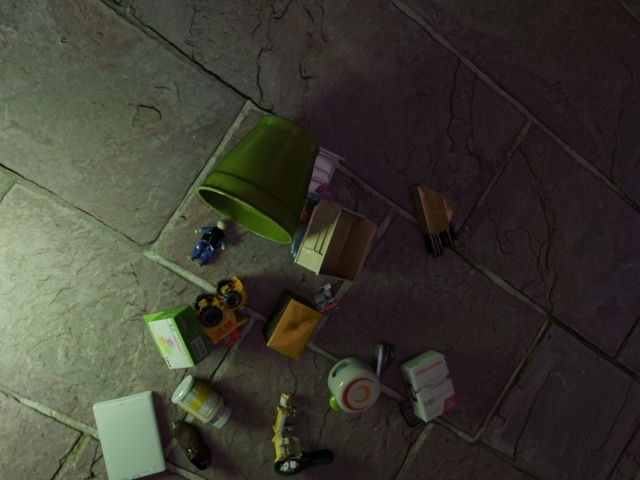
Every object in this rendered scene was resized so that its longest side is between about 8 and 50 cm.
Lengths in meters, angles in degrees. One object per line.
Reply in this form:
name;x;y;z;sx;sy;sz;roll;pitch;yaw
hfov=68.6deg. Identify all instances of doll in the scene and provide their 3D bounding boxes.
doll;-0.412;0.002;1.735;0.129;0.046;0.189;39;86;-16

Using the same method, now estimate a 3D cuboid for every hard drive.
hard drive;-0.704;0.732;1.743;0.203;0.040;0.307;-10;98;-13

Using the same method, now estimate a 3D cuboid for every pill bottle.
pill bottle;-0.439;0.608;1.755;0.208;0.117;0.117;41;85;-14

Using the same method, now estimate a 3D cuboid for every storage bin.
storage bin;0.066;0.005;1.747;0.262;0.123;0.260;18;94;-52

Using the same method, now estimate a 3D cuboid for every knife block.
knife block;0.445;-0.072;1.919;0.275;0.088;0.242;28;88;-16

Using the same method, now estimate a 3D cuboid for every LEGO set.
LEGO set;-0.033;-0.108;1.785;0.227;0.087;0.093;-39;108;1
LEGO set;-0.118;0.757;1.855;0.107;0.132;0.287;11;59;-25

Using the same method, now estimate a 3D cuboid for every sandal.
sandal;-0.070;0.880;1.894;0.254;0.097;0.054;-6;99;-24

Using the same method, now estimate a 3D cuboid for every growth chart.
growth chart;-0.028;-0.258;1.817;0.172;0.021;0.237;29;88;-15

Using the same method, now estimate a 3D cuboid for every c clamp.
c clamp;0.417;0.744;2.036;0.137;0.022;0.161;-36;104;-3

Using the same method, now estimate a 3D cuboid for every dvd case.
dvd case;0.021;0.241;1.886;0.087;0.013;0.119;-25;102;-10

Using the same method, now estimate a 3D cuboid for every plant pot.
plant pot;-0.180;-0.229;1.640;0.366;0.366;0.353;31;76;-15

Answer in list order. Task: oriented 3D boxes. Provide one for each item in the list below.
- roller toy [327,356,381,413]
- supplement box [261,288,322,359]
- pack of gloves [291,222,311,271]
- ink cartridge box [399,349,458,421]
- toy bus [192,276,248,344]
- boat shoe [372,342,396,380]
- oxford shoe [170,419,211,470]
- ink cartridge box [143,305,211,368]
roller toy;0.135;0.575;1.881;0.209;0.146;0.191;4;104;-20
supplement box;-0.112;0.309;1.765;0.129;0.194;0.191;29;88;-15
pack of gloves;0.000;0.000;1.786;0.232;0.046;0.195;-52;140;-5
ink cartridge box;0.457;0.606;1.975;0.172;0.100;0.237;-21;98;-19
toy bus;-0.345;0.276;1.740;0.220;0.149;0.211;-37;116;-10
boat shoe;0.265;0.519;1.948;0.083;0.065;0.183;7;93;-13
oxford shoe;-0.486;0.775;1.774;0.083;0.096;0.227;-37;101;-6
ink cartridge box;-0.534;0.348;1.644;0.255;0.097;0.189;-14;103;30
